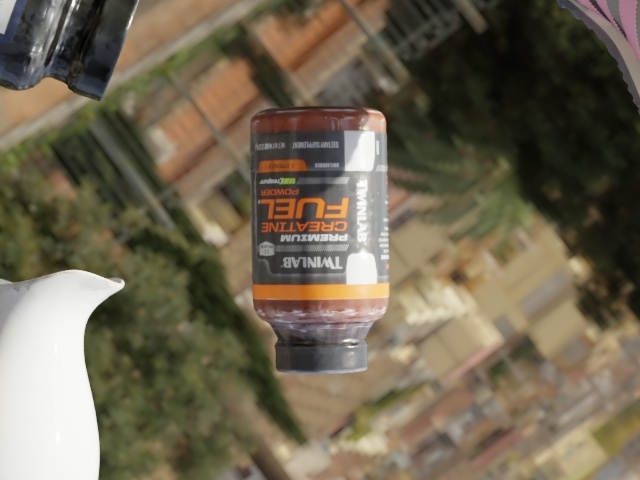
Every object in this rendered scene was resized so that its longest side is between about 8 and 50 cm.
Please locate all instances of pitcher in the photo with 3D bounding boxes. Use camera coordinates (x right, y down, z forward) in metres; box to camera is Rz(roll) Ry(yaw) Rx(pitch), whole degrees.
[{"bbox_3d":[-0.233,0.116,1.306,0.125,0.178,0.207,17,81,-68],"label":"pitcher"}]

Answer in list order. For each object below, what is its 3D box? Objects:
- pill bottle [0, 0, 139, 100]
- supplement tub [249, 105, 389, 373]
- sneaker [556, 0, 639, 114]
[{"bbox_3d":[-0.247,-0.182,1.386,0.123,0.219,0.123,-160,-90,-80],"label":"pill bottle"},{"bbox_3d":[0.000,0.000,1.433,0.106,0.198,0.106,-2,180,0],"label":"supplement tub"},{"bbox_3d":[0.235,-0.189,1.297,0.112,0.319,0.131,-16,148,-29],"label":"sneaker"}]
